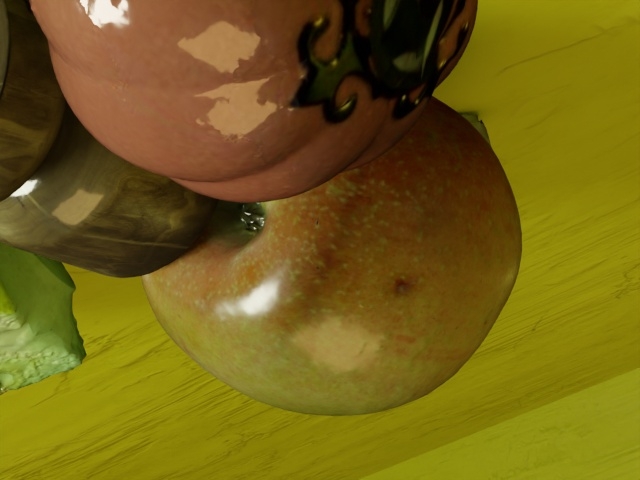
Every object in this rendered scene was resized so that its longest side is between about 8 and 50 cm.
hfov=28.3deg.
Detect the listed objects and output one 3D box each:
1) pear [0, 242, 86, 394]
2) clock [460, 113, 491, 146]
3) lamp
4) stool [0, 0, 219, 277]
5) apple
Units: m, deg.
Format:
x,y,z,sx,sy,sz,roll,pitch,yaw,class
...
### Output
x,y,z,sx,sy,sz,roll,pitch,yaw,class
-0.384,0.046,1.155,0.286,0.176,0.282,-23,156,7,pear
0.080,-0.057,1.344,0.145,0.073,0.193,-5,157,-27,clock
-0.041,-0.175,0.727,0.305,0.240,0.305,-33,136,-39,lamp
-0.210,-0.082,0.935,0.179,0.179,0.264,-23,158,21,stool
0.000,0.000,1.104,0.319,0.319,0.277,-27,167,29,apple
